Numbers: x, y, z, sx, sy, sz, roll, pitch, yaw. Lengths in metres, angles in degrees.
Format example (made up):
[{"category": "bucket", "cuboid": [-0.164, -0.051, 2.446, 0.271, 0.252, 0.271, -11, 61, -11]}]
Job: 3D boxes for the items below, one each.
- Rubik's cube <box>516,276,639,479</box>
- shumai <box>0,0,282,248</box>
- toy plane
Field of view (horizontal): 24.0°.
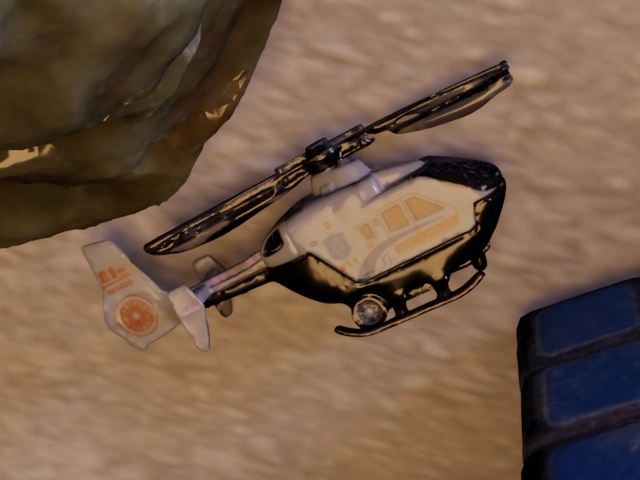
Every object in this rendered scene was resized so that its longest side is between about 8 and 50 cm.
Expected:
[{"category": "Rubik's cube", "cuboid": [0.246, 0.160, 0.521, 0.287, 0.293, 0.292, -20, 108, 14]}, {"category": "shumai", "cuboid": [-0.169, -0.097, 0.473, 0.309, 0.263, 0.304, 7, 112, 3]}, {"category": "toy plane", "cuboid": [0.000, 0.001, 0.613, 0.197, 0.053, 0.078, -23, 101, 14]}]
